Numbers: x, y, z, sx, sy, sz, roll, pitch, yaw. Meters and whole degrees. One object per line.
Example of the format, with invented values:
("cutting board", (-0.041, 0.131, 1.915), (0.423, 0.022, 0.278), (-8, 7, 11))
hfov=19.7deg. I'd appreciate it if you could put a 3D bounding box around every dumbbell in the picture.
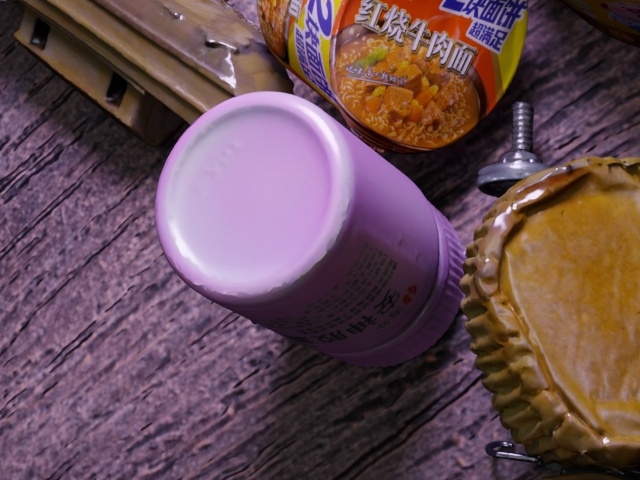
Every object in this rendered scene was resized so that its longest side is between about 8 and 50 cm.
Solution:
("dumbbell", (0.173, 0.003, 1.608), (0.081, 0.081, 0.254), (-2, 76, 23))

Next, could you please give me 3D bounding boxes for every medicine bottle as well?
("medicine bottle", (0.000, 0.000, 1.566), (0.178, 0.290, 0.178), (-7, 72, 22))

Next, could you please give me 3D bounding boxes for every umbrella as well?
("umbrella", (0.260, 0.199, 1.537), (0.269, 0.044, 0.044), (7, 109, 26))

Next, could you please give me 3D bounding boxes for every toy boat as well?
("toy boat", (-0.192, -0.189, 1.795), (0.445, 0.136, 0.162), (35, 121, 29))

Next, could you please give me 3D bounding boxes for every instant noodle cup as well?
("instant noodle cup", (0.051, -0.200, 1.644), (0.213, 0.213, 0.174), (-58, 39, 0))

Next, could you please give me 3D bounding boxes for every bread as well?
("bread", (0.227, 0.059, 1.490), (0.227, 0.142, 0.253), (-21, 82, -6))

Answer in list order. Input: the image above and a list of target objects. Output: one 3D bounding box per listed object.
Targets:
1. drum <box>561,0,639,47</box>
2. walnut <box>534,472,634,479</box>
("drum", (0.322, -0.381, 1.577), (0.431, 0.214, 0.431), (-6, 74, 22))
("walnut", (0.204, 0.280, 1.458), (0.213, 0.213, 0.213), (-7, 73, 22))
